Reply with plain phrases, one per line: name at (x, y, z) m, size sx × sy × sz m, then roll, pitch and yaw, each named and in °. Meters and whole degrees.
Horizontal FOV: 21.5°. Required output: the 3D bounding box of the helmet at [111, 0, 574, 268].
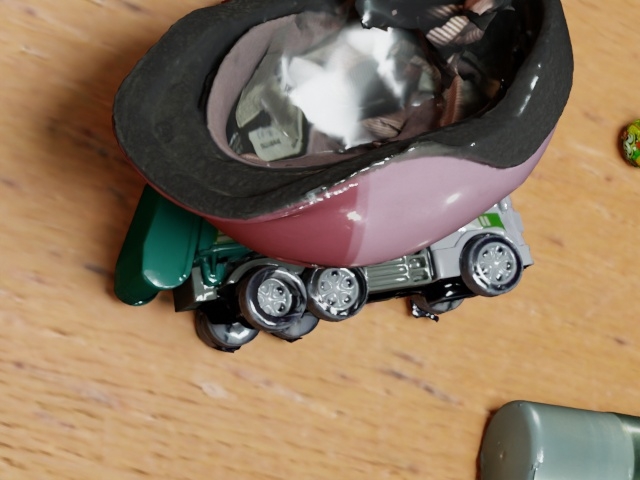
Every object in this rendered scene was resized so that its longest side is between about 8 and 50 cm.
helmet at (0.027, -0.064, 0.948) m, size 0.253 × 0.198 × 0.154 m, roll -41°, pitch 141°, yaw -16°

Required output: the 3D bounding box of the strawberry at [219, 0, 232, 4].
strawberry at (-0.046, -0.112, 1.048) m, size 0.096 × 0.083 × 0.083 m, roll -9°, pitch 95°, yaw -14°

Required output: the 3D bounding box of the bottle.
bottle at (0.251, 0.168, 1.166) m, size 0.286 × 0.082 × 0.082 m, roll 11°, pitch 87°, yaw -22°

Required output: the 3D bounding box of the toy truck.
toy truck at (0.000, 0.000, 1.053) m, size 0.253 × 0.114 × 0.124 m, roll -9°, pitch 84°, yaw -21°

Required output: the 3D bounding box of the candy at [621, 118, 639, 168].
candy at (0.258, -0.093, 1.193) m, size 0.123 × 0.035 × 0.035 m, roll -39°, pitch 87°, yaw -24°
